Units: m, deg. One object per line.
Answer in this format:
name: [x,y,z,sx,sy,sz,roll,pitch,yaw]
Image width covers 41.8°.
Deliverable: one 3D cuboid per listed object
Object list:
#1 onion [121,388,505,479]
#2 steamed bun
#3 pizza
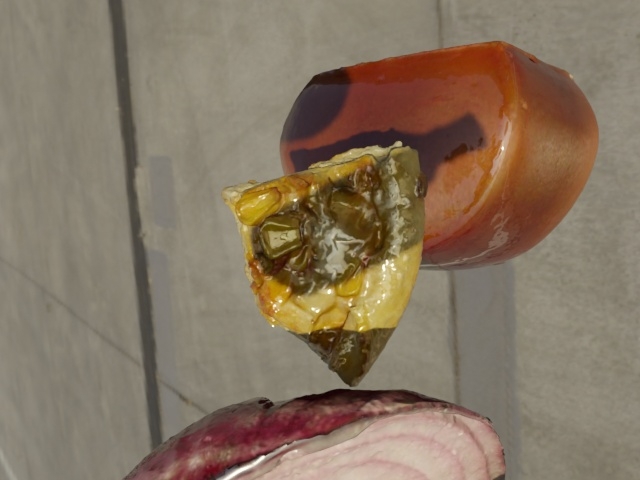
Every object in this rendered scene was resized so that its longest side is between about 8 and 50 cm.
onion: [-0.008,0.163,0.557,0.250,0.248,0.111,60,179,-42]
steamed bun: [0.134,-0.084,1.046,0.379,0.235,0.248,-1,84,43]
pizza: [0.000,0.000,0.617,0.182,0.161,0.062,-63,3,8]
